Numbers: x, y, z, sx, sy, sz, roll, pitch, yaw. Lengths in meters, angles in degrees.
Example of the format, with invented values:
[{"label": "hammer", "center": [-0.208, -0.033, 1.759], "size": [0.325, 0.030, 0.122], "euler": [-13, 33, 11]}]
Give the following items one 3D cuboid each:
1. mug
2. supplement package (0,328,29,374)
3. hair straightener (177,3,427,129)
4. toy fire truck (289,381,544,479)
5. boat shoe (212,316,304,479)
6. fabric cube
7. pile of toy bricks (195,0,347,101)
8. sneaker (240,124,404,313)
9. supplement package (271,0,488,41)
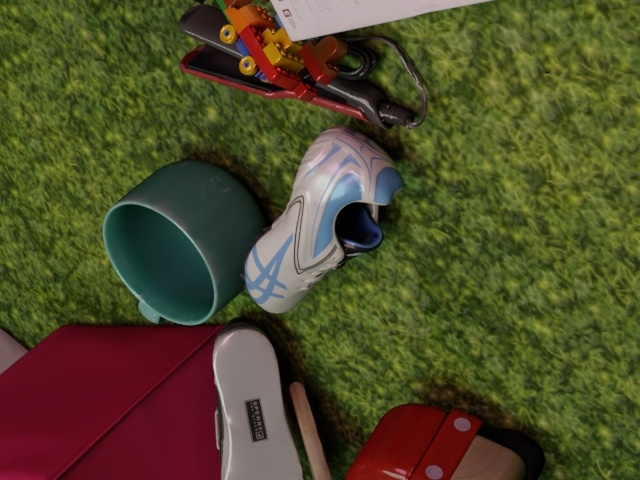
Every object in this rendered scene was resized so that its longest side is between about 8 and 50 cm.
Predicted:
[{"label": "mug", "center": [-0.118, -0.003, 1.653], "size": [0.158, 0.097, 0.129], "euler": [-13, 113, 51]}, {"label": "supplement package", "center": [-0.364, 0.275, 2.087], "size": [0.175, 0.177, 0.293], "euler": [37, 143, 14]}, {"label": "hair straightener", "center": [-0.015, -0.141, 1.467], "size": [0.230, 0.047, 0.089], "euler": [24, 138, 29]}, {"label": "toy fire truck", "center": [0.055, 0.210, 1.654], "size": [0.246, 0.158, 0.217], "euler": [25, 139, 13]}, {"label": "boat shoe", "center": [-0.058, 0.179, 1.745], "size": [0.070, 0.078, 0.219], "euler": [-115, 20, -79]}, {"label": "fabric cube", "center": [-0.200, 0.251, 1.839], "size": [0.258, 0.254, 0.259], "euler": [-3, 120, 45]}, {"label": "pile of toy bricks", "center": [-0.037, -0.210, 1.393], "size": [0.105, 0.118, 0.212], "euler": [-41, 63, 20]}, {"label": "sneaker", "center": [0.000, 0.000, 1.548], "size": [0.086, 0.085, 0.237], "euler": [45, 145, 12]}, {"label": "supplement package", "center": [0.073, -0.232, 1.219], "size": [0.244, 0.139, 0.134], "euler": [-6, 119, 46]}]
